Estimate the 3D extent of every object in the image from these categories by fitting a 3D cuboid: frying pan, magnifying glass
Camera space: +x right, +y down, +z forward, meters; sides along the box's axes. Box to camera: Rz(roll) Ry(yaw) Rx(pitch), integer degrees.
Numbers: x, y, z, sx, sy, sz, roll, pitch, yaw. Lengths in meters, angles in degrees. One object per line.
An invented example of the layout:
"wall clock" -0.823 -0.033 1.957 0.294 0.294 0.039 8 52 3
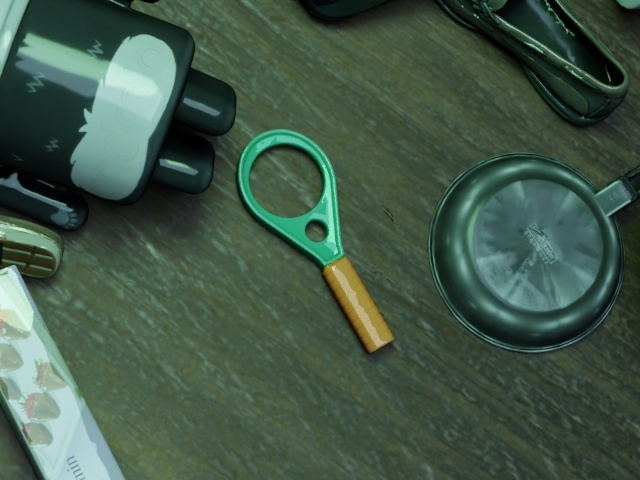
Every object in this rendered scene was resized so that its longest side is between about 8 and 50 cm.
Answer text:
"frying pan" 0.265 -0.001 1.635 0.326 0.053 0.197 -9 81 -11
"magnifying glass" 0.000 0.000 1.585 0.092 0.026 0.231 -28 86 -17

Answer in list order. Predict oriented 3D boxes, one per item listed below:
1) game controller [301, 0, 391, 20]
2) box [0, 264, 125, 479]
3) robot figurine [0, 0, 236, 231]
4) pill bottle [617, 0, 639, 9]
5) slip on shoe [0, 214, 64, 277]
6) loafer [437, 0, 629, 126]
"game controller" 0.103 -0.332 1.586 0.319 0.067 0.166 -23 104 9
"box" -0.225 0.179 1.474 0.063 0.067 0.324 -26 83 -16
"robot figurine" -0.216 -0.135 1.493 0.278 0.173 0.209 19 68 -8
"pill bottle" 0.407 -0.295 1.685 0.229 0.131 0.131 -10 80 -15
"slip on shoe" -0.297 -0.005 1.514 0.135 0.051 0.041 12 35 -1
"loafer" 0.202 -0.229 1.648 0.267 0.084 0.096 44 73 0
